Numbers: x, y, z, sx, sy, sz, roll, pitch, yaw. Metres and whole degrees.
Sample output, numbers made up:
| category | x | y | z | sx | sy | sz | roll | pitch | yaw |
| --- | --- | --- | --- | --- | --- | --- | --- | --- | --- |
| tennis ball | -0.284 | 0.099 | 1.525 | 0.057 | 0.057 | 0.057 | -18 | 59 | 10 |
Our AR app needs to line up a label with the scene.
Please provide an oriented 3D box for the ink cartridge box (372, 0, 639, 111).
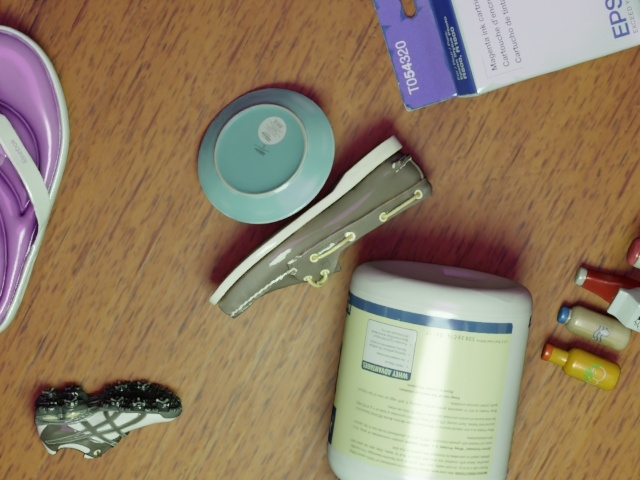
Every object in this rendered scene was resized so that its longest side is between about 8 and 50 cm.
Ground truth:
| category | x | y | z | sx | sy | sz | roll | pitch | yaw |
| --- | --- | --- | --- | --- | --- | --- | --- | --- | --- |
| ink cartridge box | 0.224 | -0.364 | 1.932 | 0.330 | 0.071 | 0.324 | -18 | 97 | -1 |

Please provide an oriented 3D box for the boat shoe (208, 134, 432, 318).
| category | x | y | z | sx | sy | sz | roll | pitch | yaw |
| --- | --- | --- | --- | --- | --- | --- | --- | --- | --- |
| boat shoe | 0.000 | 0.000 | 1.947 | 0.324 | 0.116 | 0.097 | -40 | 93 | -3 |

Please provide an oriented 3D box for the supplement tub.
| category | x | y | z | sx | sy | sz | roll | pitch | yaw |
| --- | --- | --- | --- | --- | --- | --- | --- | --- | --- |
| supplement tub | 0.134 | 0.202 | 1.912 | 0.235 | 0.235 | 0.325 | 8 | 97 | -2 |

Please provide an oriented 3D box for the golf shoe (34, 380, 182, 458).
| category | x | y | z | sx | sy | sz | roll | pitch | yaw |
| --- | --- | --- | --- | --- | --- | --- | --- | --- | --- |
| golf shoe | -0.279 | 0.242 | 1.994 | 0.198 | 0.077 | 0.094 | -2 | 111 | 3 |

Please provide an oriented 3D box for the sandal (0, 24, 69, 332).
| category | x | y | z | sx | sy | sz | roll | pitch | yaw |
| --- | --- | --- | --- | --- | --- | --- | --- | --- | --- |
| sandal | -0.417 | -0.066 | 1.926 | 0.169 | 0.102 | 0.416 | 6 | 99 | -5 |

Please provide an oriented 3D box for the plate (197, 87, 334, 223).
| category | x | y | z | sx | sy | sz | roll | pitch | yaw |
| --- | --- | --- | --- | --- | --- | --- | --- | --- | --- |
| plate | -0.074 | -0.113 | 1.928 | 0.188 | 0.024 | 0.188 | -6 | 70 | 17 |

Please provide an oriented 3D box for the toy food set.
| category | x | y | z | sx | sy | sz | roll | pitch | yaw |
| --- | --- | --- | --- | --- | --- | --- | --- | --- | --- |
| toy food set | 0.381 | 0.076 | 1.957 | 0.104 | 0.111 | 0.232 | 21 | 127 | -4 |
